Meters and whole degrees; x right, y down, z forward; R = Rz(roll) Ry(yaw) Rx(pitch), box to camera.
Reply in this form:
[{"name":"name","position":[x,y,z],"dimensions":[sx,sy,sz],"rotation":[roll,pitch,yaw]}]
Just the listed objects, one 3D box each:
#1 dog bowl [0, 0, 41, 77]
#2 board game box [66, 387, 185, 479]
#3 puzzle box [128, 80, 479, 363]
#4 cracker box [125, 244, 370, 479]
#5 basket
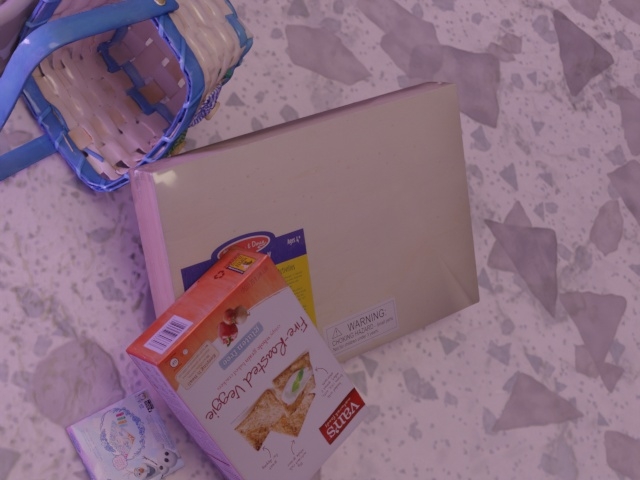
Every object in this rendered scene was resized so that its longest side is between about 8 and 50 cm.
[{"name":"dog bowl","position":[-0.431,-0.321,1.202],"dimensions":[0.348,0.102,0.349],"rotation":[10,68,-25]},{"name":"board game box","position":[-0.195,0.208,1.181],"dimensions":[0.090,0.020,0.090],"rotation":[-25,85,-34]},{"name":"puzzle box","position":[0.000,0.000,1.277],"dimensions":[0.408,0.052,0.272],"rotation":[-19,111,-33]},{"name":"cracker box","position":[-0.066,0.143,1.179],"dimensions":[0.156,0.067,0.232],"rotation":[-46,123,-22]},{"name":"basket","position":[-0.220,-0.163,1.168],"dimensions":[0.289,0.255,0.201],"rotation":[-29,82,-44]}]
